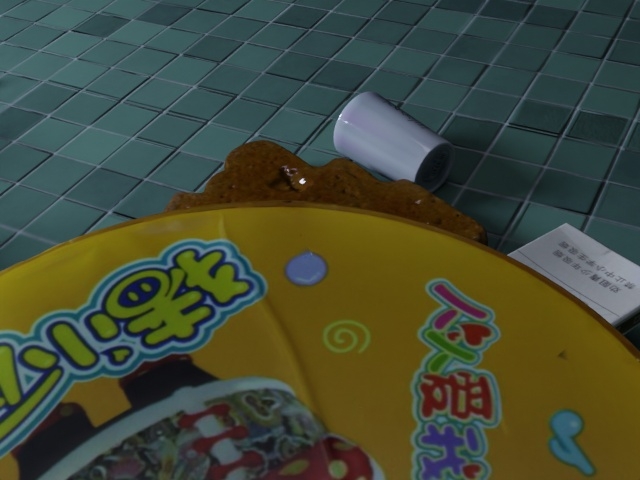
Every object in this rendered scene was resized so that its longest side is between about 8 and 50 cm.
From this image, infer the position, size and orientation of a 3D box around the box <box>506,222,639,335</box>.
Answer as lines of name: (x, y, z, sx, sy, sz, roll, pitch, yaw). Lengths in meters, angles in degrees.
box: (0.161, 0.055, 0.673, 0.198, 0.029, 0.109, -25, 43, -27)

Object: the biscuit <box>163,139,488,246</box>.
biscuit: (0.000, 0.001, 0.807, 0.302, 0.043, 0.278, 6, 38, 10)

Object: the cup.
cup: (0.085, -0.099, 0.912, 0.116, 0.074, 0.104, 35, 24, 33)

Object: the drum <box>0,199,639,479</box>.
drum: (-0.030, 0.186, 0.415, 0.432, 0.214, 0.431, -2, 43, 2)
